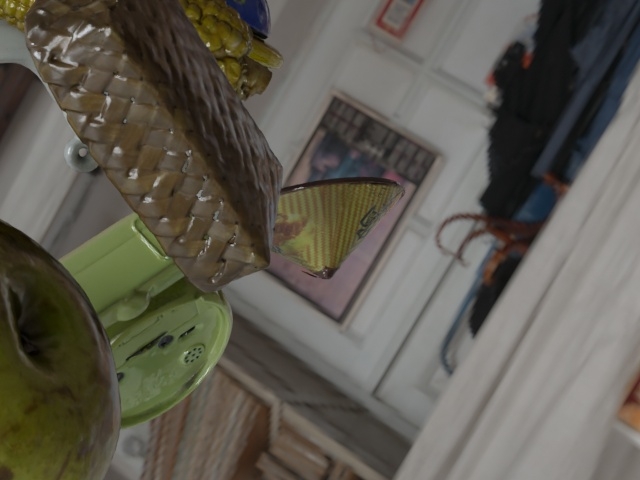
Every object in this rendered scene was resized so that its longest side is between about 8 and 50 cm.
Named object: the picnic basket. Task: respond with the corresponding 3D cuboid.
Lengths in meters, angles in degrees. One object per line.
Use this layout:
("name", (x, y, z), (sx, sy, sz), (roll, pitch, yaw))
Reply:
("picnic basket", (-0.081, -0.068, 0.664), (0.193, 0.055, 0.110), (56, -154, -34))

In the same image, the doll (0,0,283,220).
("doll", (-0.185, -0.189, 1.196), (0.311, 0.242, 0.159), (20, -156, -32))

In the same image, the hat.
("hat", (0.000, 0.000, 1.258), (0.193, 0.082, 0.193), (-10, 167, -2))

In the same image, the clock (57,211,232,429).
("clock", (-0.238, 0.123, 1.581), (0.117, 0.286, 0.348), (46, 161, 28))

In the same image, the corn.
("corn", (-0.160, -0.175, 0.951), (0.261, 0.097, 0.097), (23, -171, -9))

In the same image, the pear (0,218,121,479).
("pear", (-0.273, 0.107, 0.781), (0.283, 0.283, 0.283), (30, -172, -4))
